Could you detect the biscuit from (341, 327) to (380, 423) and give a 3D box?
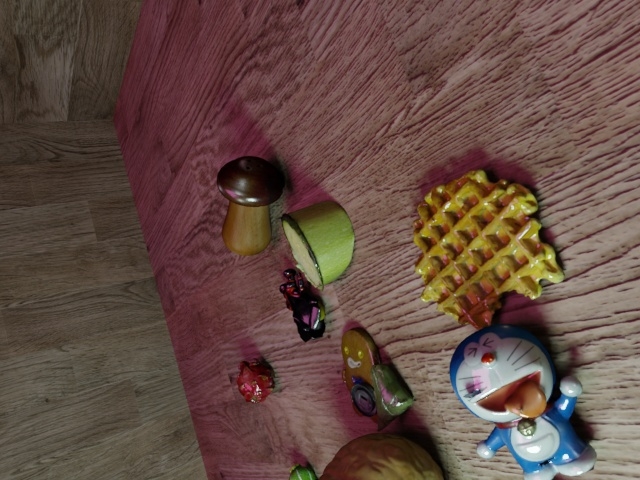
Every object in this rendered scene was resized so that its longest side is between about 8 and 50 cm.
[{"bbox_3d":[0.104,0.337,1.305,0.180,0.039,0.236,-7,92,59],"label":"biscuit"}]

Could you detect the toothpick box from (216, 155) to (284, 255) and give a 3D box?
[{"bbox_3d":[-0.209,-0.102,1.519,0.192,0.192,0.294,51,144,37],"label":"toothpick box"}]

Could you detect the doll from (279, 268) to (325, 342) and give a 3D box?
[{"bbox_3d":[-0.047,0.185,1.456,0.248,0.088,0.127,-127,19,-49],"label":"doll"}]

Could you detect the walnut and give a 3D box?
[{"bbox_3d":[0.139,0.565,1.114,0.252,0.277,0.313,48,144,-10],"label":"walnut"}]

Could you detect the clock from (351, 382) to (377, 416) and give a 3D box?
[{"bbox_3d":[0.109,0.387,1.262,0.085,0.017,0.085,21,119,44],"label":"clock"}]

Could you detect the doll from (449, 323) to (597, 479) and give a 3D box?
[{"bbox_3d":[0.315,0.265,0.837,0.215,0.161,0.256,-38,77,25],"label":"doll"}]

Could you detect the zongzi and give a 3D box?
[{"bbox_3d":[0.128,0.350,1.212,0.154,0.062,0.130,51,123,25],"label":"zongzi"}]

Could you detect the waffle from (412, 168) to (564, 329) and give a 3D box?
[{"bbox_3d":[0.271,0.024,0.920,0.301,0.058,0.281,-23,81,57],"label":"waffle"}]

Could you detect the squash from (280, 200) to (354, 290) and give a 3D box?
[{"bbox_3d":[-0.007,0.012,1.337,0.220,0.133,0.220,50,154,35],"label":"squash"}]

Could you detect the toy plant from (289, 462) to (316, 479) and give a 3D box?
[{"bbox_3d":[-0.044,0.780,1.625,0.162,0.093,0.092,53,140,34],"label":"toy plant"}]

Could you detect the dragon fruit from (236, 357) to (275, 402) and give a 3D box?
[{"bbox_3d":[-0.224,0.482,1.786,0.136,0.133,0.166,-49,48,0],"label":"dragon fruit"}]
